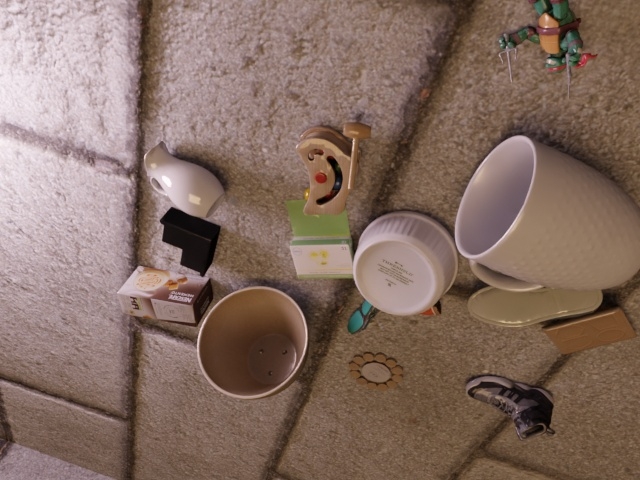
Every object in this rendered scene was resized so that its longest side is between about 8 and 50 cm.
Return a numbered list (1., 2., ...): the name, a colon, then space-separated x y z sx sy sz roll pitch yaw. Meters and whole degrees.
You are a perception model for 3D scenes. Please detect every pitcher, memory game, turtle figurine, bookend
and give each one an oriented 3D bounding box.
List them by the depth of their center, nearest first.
1. turtle figurine: 0.421 -0.389 0.944 0.175 0.118 0.234 25 143 52
2. pitcher: -0.365 -0.142 1.352 0.207 0.125 0.177 36 148 0
3. bookend: -0.389 0.007 1.487 0.156 0.072 0.157 21 129 0
4. memory game: 0.184 0.437 1.692 0.186 0.012 0.186 8 127 10

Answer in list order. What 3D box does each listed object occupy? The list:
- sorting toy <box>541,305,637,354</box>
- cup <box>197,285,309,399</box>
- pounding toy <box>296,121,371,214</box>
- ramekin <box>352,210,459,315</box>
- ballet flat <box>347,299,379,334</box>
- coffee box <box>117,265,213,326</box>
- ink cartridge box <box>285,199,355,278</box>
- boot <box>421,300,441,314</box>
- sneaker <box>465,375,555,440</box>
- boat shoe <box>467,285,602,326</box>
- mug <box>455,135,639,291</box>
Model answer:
1. sorting toy: 0.713 0.237 1.349 0.193 0.038 0.208 -24 138 29
2. cup: -0.175 0.337 1.555 0.331 0.330 0.237 2 153 14
3. pounding toy: 0.009 -0.166 1.195 0.154 0.154 0.269 17 127 -1
4. ramekin: 0.207 0.070 1.296 0.273 0.127 0.272 10 118 21
5. ballet flat: 0.145 0.221 1.513 0.070 0.070 0.188 26 132 -5
6. coffee box: -0.482 0.174 1.596 0.247 0.141 0.098 9 127 9
7. ink cartridge box: 0.000 0.000 1.388 0.171 0.056 0.235 -2 127 17
8. boot: 0.277 0.153 1.426 0.085 0.059 0.157 -10 124 28
9. sneaker: 0.581 0.513 1.549 0.269 0.153 0.101 11 128 8
10. boat shoe: 0.551 0.167 1.323 0.320 0.116 0.099 -9 162 17
11. mug: 0.487 -0.006 1.120 0.328 0.276 0.374 21 139 -10
